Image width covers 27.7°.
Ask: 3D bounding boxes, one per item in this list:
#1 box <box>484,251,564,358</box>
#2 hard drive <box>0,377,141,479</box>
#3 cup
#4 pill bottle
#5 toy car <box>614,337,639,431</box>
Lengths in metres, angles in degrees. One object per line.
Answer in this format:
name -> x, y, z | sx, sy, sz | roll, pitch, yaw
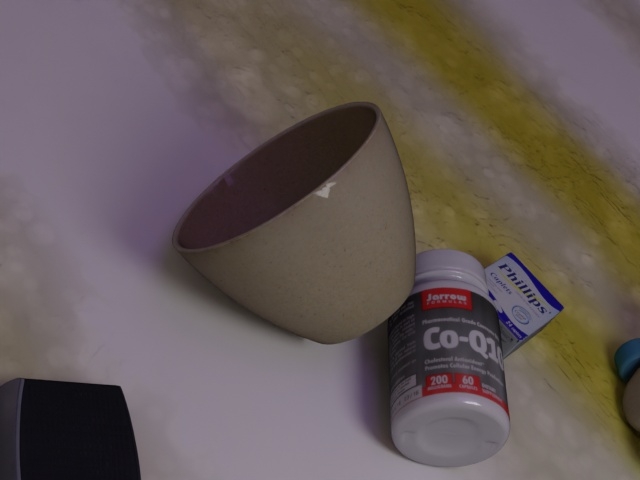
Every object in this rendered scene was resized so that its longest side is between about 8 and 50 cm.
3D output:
box -> 0.283, 0.102, 2.007 | 0.126, 0.072, 0.137 | 48, 43, 13
hard drive -> -0.287, 0.273, 1.503 | 0.172, 0.054, 0.254 | 8, 49, -26
cup -> 0.000, 0.000, 1.778 | 0.237, 0.331, 0.331 | 55, 38, -20
pill bottle -> 0.175, 0.158, 1.821 | 0.161, 0.161, 0.283 | 18, 45, -18
toy car -> 0.612, 0.246, 2.010 | 0.238, 0.210, 0.219 | 28, 30, -27
